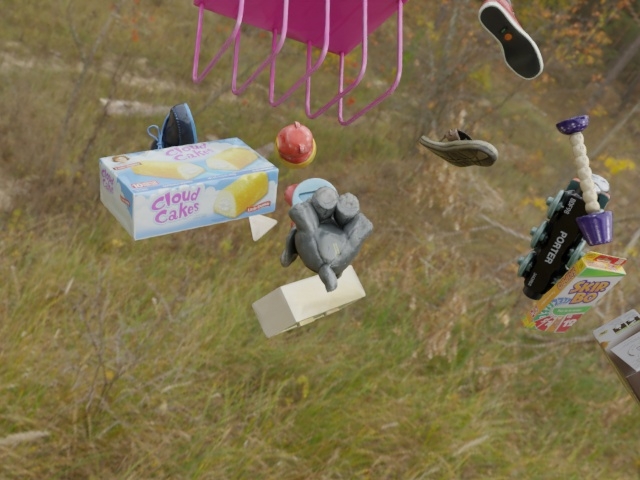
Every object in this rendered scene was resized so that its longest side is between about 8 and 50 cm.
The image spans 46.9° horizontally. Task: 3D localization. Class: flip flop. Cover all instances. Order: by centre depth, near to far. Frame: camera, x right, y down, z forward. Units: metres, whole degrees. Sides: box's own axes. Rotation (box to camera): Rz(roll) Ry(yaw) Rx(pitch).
[{"bbox_3d":[0.356,-0.244,1.872,0.112,0.080,0.277,28,-6,-25],"label":"flip flop"}]

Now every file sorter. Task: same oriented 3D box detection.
[{"bbox_3d":[-0.036,-0.317,1.166,0.291,0.202,0.182,12,69,-27],"label":"file sorter"}]

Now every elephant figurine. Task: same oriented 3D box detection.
[{"bbox_3d":[0.000,0.000,1.448,0.186,0.239,0.169,-40,90,-20],"label":"elephant figurine"}]

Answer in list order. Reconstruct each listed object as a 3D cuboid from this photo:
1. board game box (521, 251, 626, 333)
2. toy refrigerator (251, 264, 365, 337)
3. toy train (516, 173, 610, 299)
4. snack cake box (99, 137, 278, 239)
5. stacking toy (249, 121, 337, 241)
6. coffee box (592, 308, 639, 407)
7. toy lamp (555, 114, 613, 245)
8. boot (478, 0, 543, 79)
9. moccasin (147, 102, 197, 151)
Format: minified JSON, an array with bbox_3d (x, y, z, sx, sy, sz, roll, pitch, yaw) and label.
[{"bbox_3d":[0.596,0.126,1.729,0.124,0.259,0.039,10,41,-25],"label":"board game box"},{"bbox_3d":[-0.020,0.139,1.684,0.270,0.102,0.094,-13,75,-53],"label":"toy refrigerator"},{"bbox_3d":[0.591,-0.010,1.789,0.142,0.333,0.190,29,33,19],"label":"toy train"},{"bbox_3d":[-0.224,-0.095,1.264,0.265,0.089,0.152,-14,37,-32],"label":"snack cake box"},{"bbox_3d":[-0.104,-0.158,2.041,0.130,0.280,0.308,127,-59,-80],"label":"stacking toy"},{"bbox_3d":[0.604,0.239,1.360,0.141,0.098,0.246,57,12,-5],"label":"coffee box"},{"bbox_3d":[0.567,-0.125,1.577,0.080,0.080,0.274,-7,82,-53],"label":"toy lamp"},{"bbox_3d":[0.518,-0.558,1.975,0.244,0.088,0.176,49,35,-17],"label":"boot"},{"bbox_3d":[-0.409,-0.239,2.029,0.117,0.342,0.137,-11,61,-20],"label":"moccasin"}]
